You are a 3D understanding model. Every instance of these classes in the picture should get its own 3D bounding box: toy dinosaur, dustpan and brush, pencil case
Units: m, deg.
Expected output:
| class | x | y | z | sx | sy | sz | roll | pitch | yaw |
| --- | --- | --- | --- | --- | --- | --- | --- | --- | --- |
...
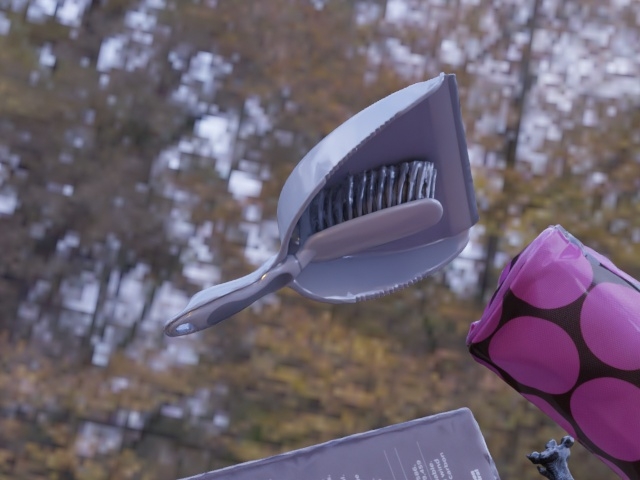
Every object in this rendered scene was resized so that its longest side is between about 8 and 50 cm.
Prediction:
| class | x | y | z | sx | sy | sz | roll | pitch | yaw |
| --- | --- | --- | --- | --- | --- | --- | --- | --- | --- |
| toy dinosaur | 0.170 | 0.202 | 1.302 | 0.064 | 0.118 | 0.268 | -31 | 8 | 10 |
| dustpan and brush | 0.000 | 0.000 | 1.174 | 0.211 | 0.060 | 0.147 | -20 | -42 | -5 |
| pencil case | 0.176 | 0.088 | 1.081 | 0.209 | 0.095 | 0.098 | 41 | -53 | 6 |

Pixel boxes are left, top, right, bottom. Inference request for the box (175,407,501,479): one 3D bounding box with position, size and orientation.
| class | x | y | z | sx | sy | sz | roll | pitch | yaw |
| --- | --- | --- | --- | --- | --- | --- | --- | --- | --- |
| box | -0.055 | 0.233 | 1.362 | 0.381 | 0.143 | 0.191 | -10 | -15 | -47 |
